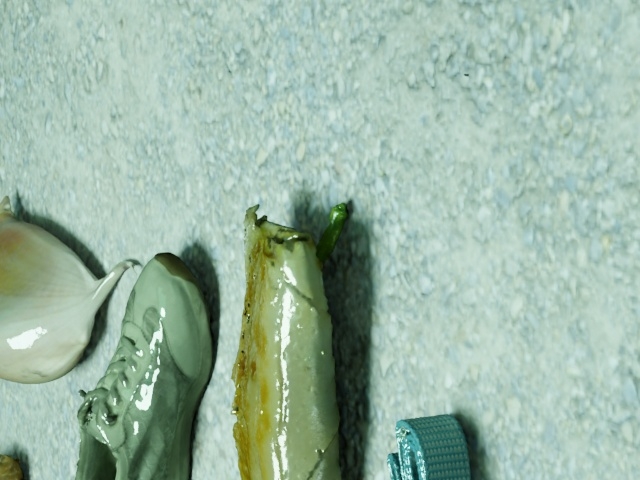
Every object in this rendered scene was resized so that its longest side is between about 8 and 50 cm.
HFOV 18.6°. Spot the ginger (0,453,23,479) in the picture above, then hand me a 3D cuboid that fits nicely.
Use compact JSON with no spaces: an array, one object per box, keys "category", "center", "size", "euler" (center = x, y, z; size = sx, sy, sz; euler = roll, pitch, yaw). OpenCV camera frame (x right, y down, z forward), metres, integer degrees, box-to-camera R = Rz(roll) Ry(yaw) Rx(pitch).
[{"category":"ginger","center":[-0.354,0.281,2.006],"size":[0.162,0.073,0.103],"euler":[-24,64,49]}]

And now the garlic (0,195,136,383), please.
[{"category":"garlic","center":[-0.265,0.069,1.851],"size":[0.266,0.128,0.148],"euler":[17,120,43]}]

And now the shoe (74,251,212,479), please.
[{"category":"shoe","center":[-0.160,0.141,1.690],"size":[0.103,0.098,0.275],"euler":[27,115,47]}]

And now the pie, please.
[{"category":"pie","center":[-0.027,0.114,1.511],"size":[0.128,0.068,0.282],"euler":[-158,62,-64]}]

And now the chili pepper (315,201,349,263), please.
[{"category":"chili pepper","center":[0.001,0.000,1.508],"size":[0.083,0.017,0.030],"euler":[-53,44,42]}]

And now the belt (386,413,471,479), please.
[{"category":"belt","center":[0.090,0.211,1.365],"size":[0.100,0.065,0.179],"euler":[160,102,-65]}]
